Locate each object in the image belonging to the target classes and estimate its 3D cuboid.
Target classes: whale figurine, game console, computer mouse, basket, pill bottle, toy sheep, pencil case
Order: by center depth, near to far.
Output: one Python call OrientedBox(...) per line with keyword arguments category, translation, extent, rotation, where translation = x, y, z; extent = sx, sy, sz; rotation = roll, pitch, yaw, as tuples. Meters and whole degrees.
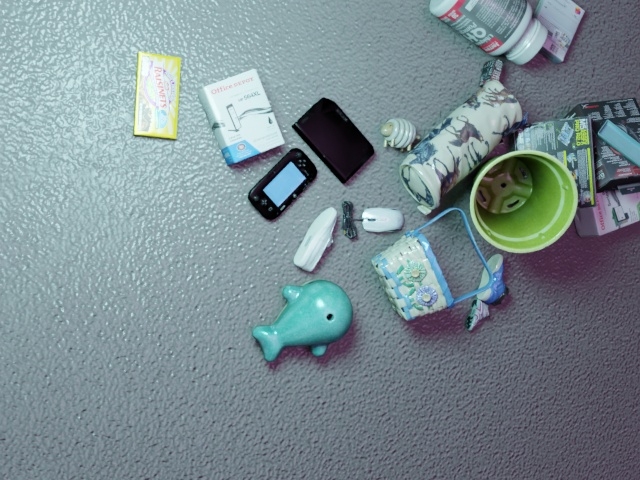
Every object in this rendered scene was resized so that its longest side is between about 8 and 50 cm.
OrientedBox(category="whale figurine", translation=(-0.039, 0.216, 1.656), extent=(0.272, 0.141, 0.216), rotation=(-27, 100, -16))
OrientedBox(category="game console", translation=(-0.035, -0.197, 1.699), extent=(0.361, 0.044, 0.213), rotation=(-47, 105, -12))
OrientedBox(category="basket", translation=(0.310, 0.079, 1.743), extent=(0.289, 0.201, 0.254), rotation=(-30, 100, -6))
OrientedBox(category="toy sheep", translation=(0.223, -0.297, 1.768), extent=(0.132, 0.091, 0.091), rotation=(7, 89, -34))
OrientedBox(category="computer mouse", translation=(0.153, -0.060, 1.769), extent=(0.193, 0.042, 0.105), rotation=(-3, 91, -19))
OrientedBox(category="pencil case", translation=(0.398, -0.262, 1.788), extent=(0.410, 0.160, 0.183), rotation=(-43, 118, -14))
OrientedBox(category="pill bottle", translation=(0.485, -0.641, 1.802), extent=(0.319, 0.176, 0.176), rotation=(28, 82, -18))

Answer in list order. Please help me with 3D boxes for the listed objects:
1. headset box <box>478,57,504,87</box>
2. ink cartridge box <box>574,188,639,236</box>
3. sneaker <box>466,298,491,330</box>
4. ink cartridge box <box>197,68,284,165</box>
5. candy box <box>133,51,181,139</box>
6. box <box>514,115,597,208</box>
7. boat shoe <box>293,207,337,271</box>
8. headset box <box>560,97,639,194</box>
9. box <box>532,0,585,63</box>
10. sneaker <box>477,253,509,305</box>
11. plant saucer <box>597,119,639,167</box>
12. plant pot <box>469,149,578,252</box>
OrientedBox(category="headset box", translation=(0.504, -0.490, 1.872), extent=(0.032, 0.062, 0.083), rotation=(15, 85, -18))
OrientedBox(category="ink cartridge box", translation=(0.918, -0.116, 2.011), extent=(0.220, 0.093, 0.160), rotation=(-19, 96, -18))
OrientedBox(category="sneaker", translation=(0.480, 0.230, 1.893), extent=(0.069, 0.038, 0.098), rotation=(22, 84, -18))
OrientedBox(category="ink cartridge box", translation=(-0.202, -0.313, 1.614), extent=(0.148, 0.086, 0.203), rotation=(-25, 100, -17))
OrientedBox(category="candy box", translation=(-0.406, -0.359, 1.573), extent=(0.105, 0.027, 0.205), rotation=(3, 91, -23))
OrientedBox(category="box", translation=(0.699, -0.222, 1.884), extent=(0.217, 0.060, 0.269), rotation=(-5, 94, 21))
OrientedBox(category="boat shoe", translation=(0.000, 0.000, 1.708), extent=(0.063, 0.066, 0.184), rotation=(35, 77, -31))
OrientedBox(category="headset box", translation=(0.899, -0.277, 1.933), extent=(0.218, 0.110, 0.293), rotation=(-10, 71, -16))
OrientedBox(category="box", translation=(0.723, -0.667, 1.958), extent=(0.145, 0.038, 0.186), rotation=(27, 83, -18))
OrientedBox(category="sneaker", translation=(0.532, 0.122, 1.901), extent=(0.085, 0.058, 0.152), rotation=(27, 77, -23))
OrientedBox(category="plant saucer", translation=(0.904, -0.274, 1.862), extent=(0.192, 0.018, 0.067), rotation=(40, 67, 4))
OrientedBox(category="plant pot", translation=(0.535, -0.132, 1.767), extent=(0.276, 0.254, 0.275), rotation=(1, 106, 2))
